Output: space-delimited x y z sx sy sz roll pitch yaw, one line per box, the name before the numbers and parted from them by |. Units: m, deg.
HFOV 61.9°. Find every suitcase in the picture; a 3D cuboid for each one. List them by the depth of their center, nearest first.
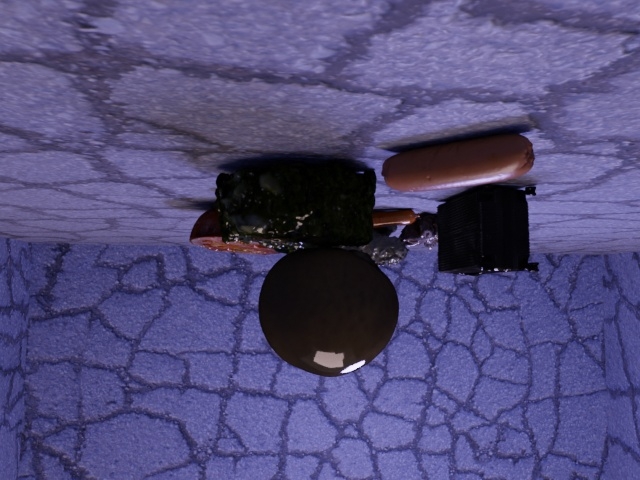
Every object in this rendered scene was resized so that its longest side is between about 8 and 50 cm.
suitcase | 0.453 -0.015 1.498 0.152 0.230 0.335 2 174 -9

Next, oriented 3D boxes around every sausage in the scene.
sausage | 0.243 -0.138 0.975 0.289 0.086 0.086 -5 172 39
sausage | 0.165 -0.067 1.831 0.347 0.053 0.053 -5 174 12

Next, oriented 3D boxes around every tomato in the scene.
tomato | -0.273 -0.042 1.806 0.338 0.144 0.338 2 171 0

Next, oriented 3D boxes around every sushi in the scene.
sushi | -0.066 -0.073 1.212 0.351 0.178 0.294 -3 174 33

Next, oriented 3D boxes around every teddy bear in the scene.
teddy bear | 0.188 0.036 2.004 0.224 0.357 0.367 41 -149 7

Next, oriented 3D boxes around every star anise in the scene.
star anise | 0.393 -0.039 1.971 0.235 0.109 0.223 -21 161 35

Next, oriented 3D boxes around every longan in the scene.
longan | 0.022 0.151 1.188 0.318 0.319 0.319 1 175 0

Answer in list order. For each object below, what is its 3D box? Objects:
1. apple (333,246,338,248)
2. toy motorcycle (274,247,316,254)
apple | 0.000 0.000 2.045 0.199 0.200 0.200 1 175 0
toy motorcycle | -0.110 -0.054 1.542 0.326 0.191 0.200 13 178 14
